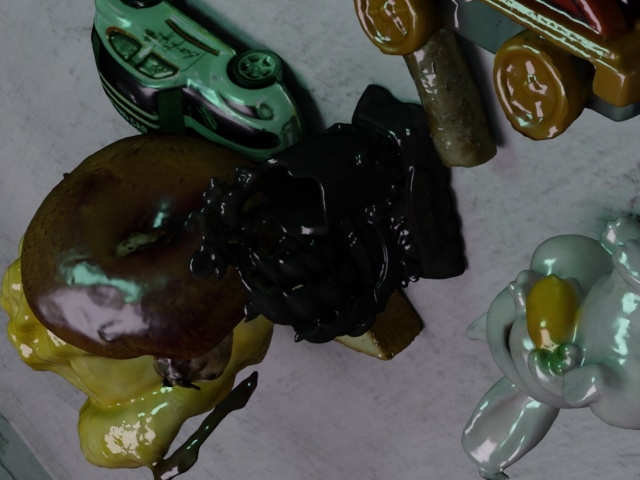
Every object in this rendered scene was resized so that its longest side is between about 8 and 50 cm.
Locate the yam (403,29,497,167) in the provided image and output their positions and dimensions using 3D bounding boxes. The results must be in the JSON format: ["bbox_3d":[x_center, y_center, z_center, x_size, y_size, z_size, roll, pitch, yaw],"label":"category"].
[{"bbox_3d":[0.096,-0.169,1.584,0.061,0.061,0.253,21,142,49],"label":"yam"}]

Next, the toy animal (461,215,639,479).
[{"bbox_3d":[0.228,0.089,1.536,0.154,0.208,0.325,16,149,-17],"label":"toy animal"}]

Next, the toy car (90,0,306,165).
[{"bbox_3d":[-0.147,-0.165,1.935,0.306,0.125,0.136,40,152,28],"label":"toy car"}]

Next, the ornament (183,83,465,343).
[{"bbox_3d":[0.000,0.000,1.747,0.106,0.260,0.251,36,152,44],"label":"ornament"}]

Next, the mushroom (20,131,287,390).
[{"bbox_3d":[-0.174,0.014,1.869,0.267,0.267,0.254,50,159,5],"label":"mushroom"}]

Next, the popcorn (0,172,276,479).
[{"bbox_3d":[-0.201,0.098,2.112,0.349,0.349,0.381,119,139,-64],"label":"popcorn"}]

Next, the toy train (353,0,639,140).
[{"bbox_3d":[0.140,-0.234,1.315,0.369,0.163,0.231,35,142,34],"label":"toy train"}]

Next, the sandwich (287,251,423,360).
[{"bbox_3d":[0.007,0.020,1.977,0.186,0.065,0.214,19,142,51],"label":"sandwich"}]
